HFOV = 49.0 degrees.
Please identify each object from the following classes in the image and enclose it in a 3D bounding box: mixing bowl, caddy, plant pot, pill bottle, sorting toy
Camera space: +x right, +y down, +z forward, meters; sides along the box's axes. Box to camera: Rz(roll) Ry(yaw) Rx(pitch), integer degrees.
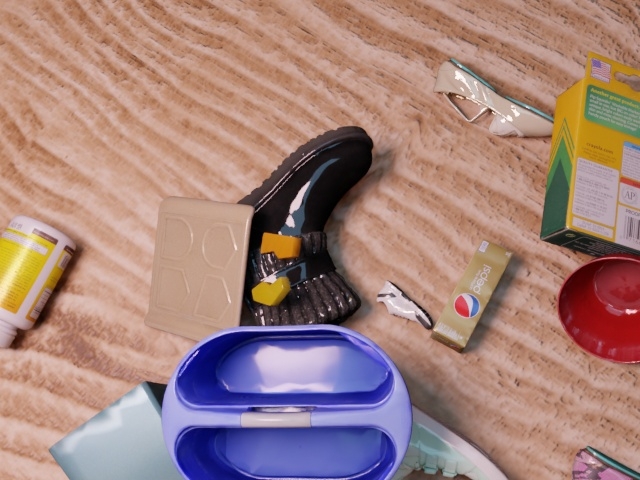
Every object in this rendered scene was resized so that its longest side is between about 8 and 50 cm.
[{"bbox_3d":[0.471,0.089,1.097,0.182,0.181,0.098,28,33,14],"label":"mixing bowl"},{"bbox_3d":[-0.044,0.238,0.972,0.342,0.179,0.241,-3,83,9],"label":"caddy"},{"bbox_3d":[-0.252,0.360,1.062,0.166,0.165,0.234,-35,79,-7],"label":"plant pot"},{"bbox_3d":[-0.521,0.072,1.206,0.117,0.117,0.214,21,73,12],"label":"pill bottle"},{"bbox_3d":[-0.161,0.052,1.135,0.307,0.041,0.228,9,90,36],"label":"sorting toy"}]

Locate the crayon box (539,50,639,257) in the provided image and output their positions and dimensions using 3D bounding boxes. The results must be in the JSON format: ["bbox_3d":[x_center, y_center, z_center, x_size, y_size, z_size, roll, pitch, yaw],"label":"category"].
[{"bbox_3d":[0.490,-0.129,1.168,0.203,0.083,0.322,17,72,-12],"label":"crayon box"}]

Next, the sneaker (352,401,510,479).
[{"bbox_3d":[0.151,0.343,1.066,0.256,0.094,0.151,31,87,10],"label":"sneaker"}]

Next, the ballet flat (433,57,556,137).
[{"bbox_3d":[0.309,-0.235,1.266,0.248,0.086,0.086,37,78,18],"label":"ballet flat"}]

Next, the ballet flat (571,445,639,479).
[{"bbox_3d":[0.479,0.381,1.032,0.222,0.077,0.079,21,92,17],"label":"ballet flat"}]

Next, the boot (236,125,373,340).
[{"bbox_3d":[0.001,0.002,1.166,0.348,0.131,0.260,-40,65,7],"label":"boot"}]

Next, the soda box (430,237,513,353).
[{"bbox_3d":[0.248,0.091,1.156,0.058,0.061,0.181,28,75,14],"label":"soda box"}]

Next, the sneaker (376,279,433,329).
[{"bbox_3d":[0.140,0.115,1.175,0.109,0.040,0.043,40,95,20],"label":"sneaker"}]
